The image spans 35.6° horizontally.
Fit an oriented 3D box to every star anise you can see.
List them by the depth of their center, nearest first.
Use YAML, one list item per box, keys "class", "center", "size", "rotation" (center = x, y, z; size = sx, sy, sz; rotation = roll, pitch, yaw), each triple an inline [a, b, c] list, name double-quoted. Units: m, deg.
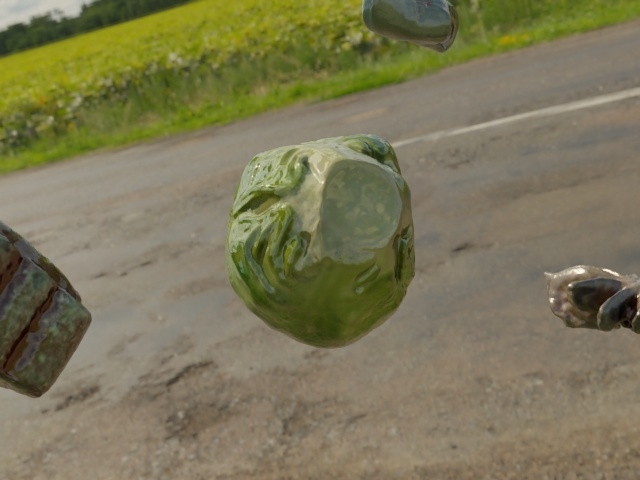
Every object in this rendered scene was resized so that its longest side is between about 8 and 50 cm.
- class: "star anise"
  center: [0.434, 0.097, 1.313]
  size: [0.257, 0.111, 0.198]
  rotation: [9, 18, 3]

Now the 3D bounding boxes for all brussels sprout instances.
- class: "brussels sprout"
  center: [-0.003, 0.002, 0.668]
  size: [0.117, 0.155, 0.155]
  rotation: [-13, 13, -19]

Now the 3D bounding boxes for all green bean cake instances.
- class: "green bean cake"
  center: [-0.292, 0.014, 0.723]
  size: [0.198, 0.232, 0.097]
  rotation: [6, 60, 48]

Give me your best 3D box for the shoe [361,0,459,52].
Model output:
- class: "shoe"
  center: [0.131, -0.281, 1.239]
  size: [0.078, 0.079, 0.195]
  rotation: [13, 4, 35]
